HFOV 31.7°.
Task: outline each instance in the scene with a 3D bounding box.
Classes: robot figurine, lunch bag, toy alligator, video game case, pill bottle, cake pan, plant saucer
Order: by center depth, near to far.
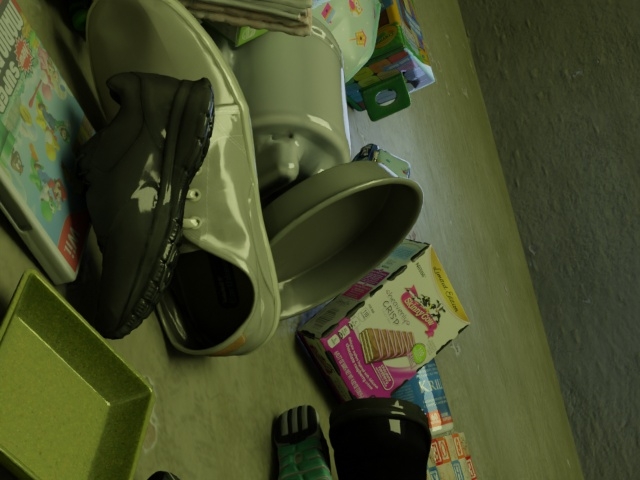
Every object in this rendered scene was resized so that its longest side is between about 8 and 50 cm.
[{"bbox_3d":[-0.237,0.150,0.999,0.188,0.045,0.188,51,27,-29],"label":"plant saucer"},{"bbox_3d":[-0.296,-0.124,1.100,0.204,0.025,0.285,-87,158,-48],"label":"video game case"},{"bbox_3d":[-0.274,-0.302,1.346,0.051,0.056,0.190,9,54,-21],"label":"toy alligator"},{"bbox_3d":[0.000,0.000,1.470,0.054,0.293,0.293,56,13,23],"label":"cake pan"},{"bbox_3d":[-0.063,-0.184,1.564,0.300,0.199,0.354,39,36,-41],"label":"robot figurine"},{"bbox_3d":[0.046,-0.027,1.687,0.090,0.219,0.176,29,37,-10],"label":"lunch bag"},{"bbox_3d":[0.126,0.212,1.806,0.124,0.124,0.222,7,65,-68],"label":"pill bottle"},{"bbox_3d":[-0.004,-0.419,1.993,0.223,0.160,0.262,58,30,-33],"label":"lunch bag"}]

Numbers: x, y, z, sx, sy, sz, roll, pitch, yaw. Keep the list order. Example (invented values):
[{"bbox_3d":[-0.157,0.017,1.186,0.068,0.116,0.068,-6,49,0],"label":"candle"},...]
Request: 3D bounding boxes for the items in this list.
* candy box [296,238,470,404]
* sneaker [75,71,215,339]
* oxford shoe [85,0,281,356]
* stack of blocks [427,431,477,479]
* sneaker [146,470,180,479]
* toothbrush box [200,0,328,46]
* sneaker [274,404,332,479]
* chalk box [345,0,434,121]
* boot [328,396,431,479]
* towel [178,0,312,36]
[{"bbox_3d":[0.098,0.129,1.683,0.233,0.071,0.159,-40,117,-22],"label":"candy box"},{"bbox_3d":[-0.196,-0.041,1.155,0.109,0.130,0.286,114,-11,-74],"label":"sneaker"},{"bbox_3d":[-0.157,-0.068,1.263,0.130,0.169,0.450,-40,117,-65],"label":"oxford shoe"},{"bbox_3d":[0.177,0.409,1.809,0.297,0.087,0.171,15,58,-67],"label":"stack of blocks"},{"bbox_3d":[-0.178,0.258,1.047,0.077,0.072,0.178,55,17,-10],"label":"sneaker"},{"bbox_3d":[-0.082,-0.410,1.537,0.206,0.122,0.283,39,50,18],"label":"toothbrush box"},{"bbox_3d":[-0.010,0.316,1.418,0.224,0.083,0.098,-87,155,-48],"label":"sneaker"},{"bbox_3d":[0.100,-0.380,2.212,0.179,0.180,0.289,33,41,-60],"label":"chalk box"},{"bbox_3d":[0.091,0.382,1.438,0.348,0.131,0.260,78,7,-50],"label":"boot"},{"bbox_3d":[-0.165,-0.389,1.374,0.053,0.331,0.317,109,-15,-47],"label":"towel"}]
